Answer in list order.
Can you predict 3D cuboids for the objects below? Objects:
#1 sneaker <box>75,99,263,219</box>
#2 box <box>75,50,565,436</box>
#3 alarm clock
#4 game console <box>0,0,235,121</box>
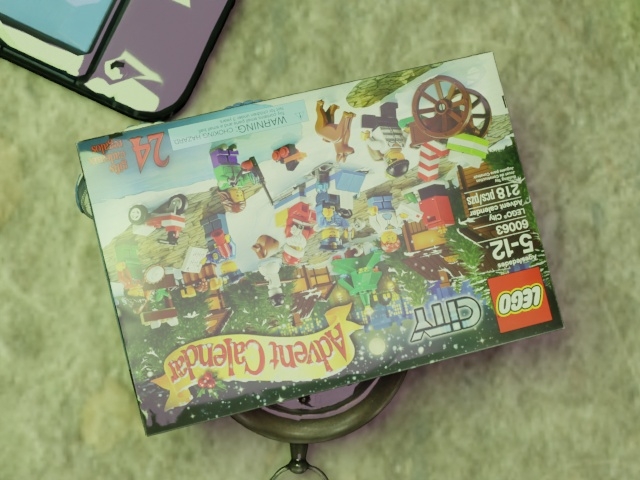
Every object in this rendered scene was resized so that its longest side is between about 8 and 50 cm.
[{"bbox_3d":[-0.078,-0.043,0.707,0.135,0.058,0.052,-22,118,-5],"label":"sneaker"},{"bbox_3d":[0.000,0.000,0.663,0.233,0.044,0.159,-14,86,-9],"label":"box"},{"bbox_3d":[-0.011,0.073,0.713,0.129,0.064,0.192,1,88,-5],"label":"alarm clock"},{"bbox_3d":[-0.164,-0.243,0.668,0.293,0.173,0.250,25,83,-2],"label":"game console"}]
